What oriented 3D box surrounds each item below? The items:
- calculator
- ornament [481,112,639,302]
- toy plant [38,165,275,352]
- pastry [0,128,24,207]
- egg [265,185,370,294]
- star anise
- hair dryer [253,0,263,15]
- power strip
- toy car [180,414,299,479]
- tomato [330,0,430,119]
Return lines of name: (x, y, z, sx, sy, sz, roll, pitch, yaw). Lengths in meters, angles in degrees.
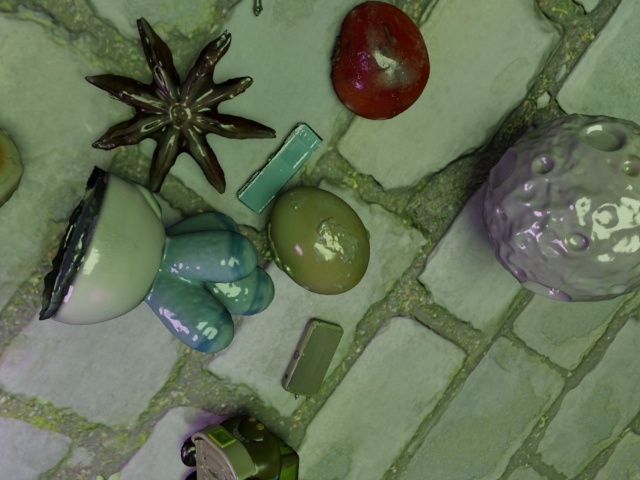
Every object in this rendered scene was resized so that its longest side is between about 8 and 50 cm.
calculator: (-0.069, -0.123, 0.988, 0.057, 0.018, 0.172, 40, 92, -26)
ornament: (0.454, -0.045, 1.028, 0.337, 0.337, 0.336, -7, 111, -18)
toy plant: (-0.219, 0.048, 0.885, 0.332, 0.247, 0.247, 20, 101, -27)
pastry: (-0.486, -0.097, 0.777, 0.166, 0.165, 0.088, 19, 141, -25)
egg: (-0.001, 0.000, 0.982, 0.164, 0.164, 0.201, -39, 111, -4)
star anise: (-0.204, -0.194, 0.873, 0.289, 0.088, 0.288, -3, 119, -6)
hair dryer: (-0.088, -0.435, 0.860, 0.101, 0.057, 0.197, -7, 119, -18)
power strip: (-0.018, 0.234, 1.128, 0.076, 0.028, 0.168, 20, 99, -25)
toy car: (-0.129, 0.441, 1.095, 0.198, 0.204, 0.247, -16, 117, -40)
tomato: (0.111, -0.290, 0.950, 0.173, 0.099, 0.189, 10, 103, -21)
